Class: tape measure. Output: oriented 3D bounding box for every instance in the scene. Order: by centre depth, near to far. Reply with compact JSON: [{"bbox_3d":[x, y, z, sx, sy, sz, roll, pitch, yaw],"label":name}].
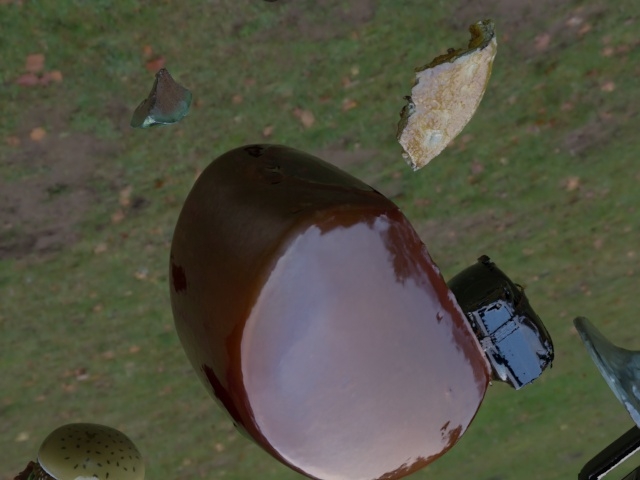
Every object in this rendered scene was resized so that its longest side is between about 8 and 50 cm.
[{"bbox_3d":[0.291,0.134,1.732,0.135,0.202,0.223,-33,-162,1],"label":"tape measure"}]

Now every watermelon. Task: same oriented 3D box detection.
[{"bbox_3d":[-0.272,-0.214,1.717,0.101,0.155,0.080,-20,126,9],"label":"watermelon"}]

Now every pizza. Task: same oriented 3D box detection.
[{"bbox_3d":[0.178,-0.208,1.545,0.134,0.056,0.271,-9,141,-23],"label":"pizza"}]

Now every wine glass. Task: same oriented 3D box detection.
[{"bbox_3d":[0.554,0.077,1.358,0.406,0.267,0.267,-37,155,17],"label":"wine glass"}]

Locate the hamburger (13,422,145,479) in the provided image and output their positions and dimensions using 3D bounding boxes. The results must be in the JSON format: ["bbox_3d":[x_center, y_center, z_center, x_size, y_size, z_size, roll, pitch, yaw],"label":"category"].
[{"bbox_3d":[-0.310,0.318,1.398,0.175,0.175,0.137,7,117,-49],"label":"hamburger"}]

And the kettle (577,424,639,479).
[{"bbox_3d":[0.501,0.470,1.674,0.262,0.203,0.308,-50,172,-46],"label":"kettle"}]

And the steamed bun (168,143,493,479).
[{"bbox_3d":[-0.009,0.097,1.097,0.248,0.235,0.379,-43,129,-11],"label":"steamed bun"}]

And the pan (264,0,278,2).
[{"bbox_3d":[-0.083,-0.386,1.329,0.040,0.212,0.115,-26,139,31],"label":"pan"}]
